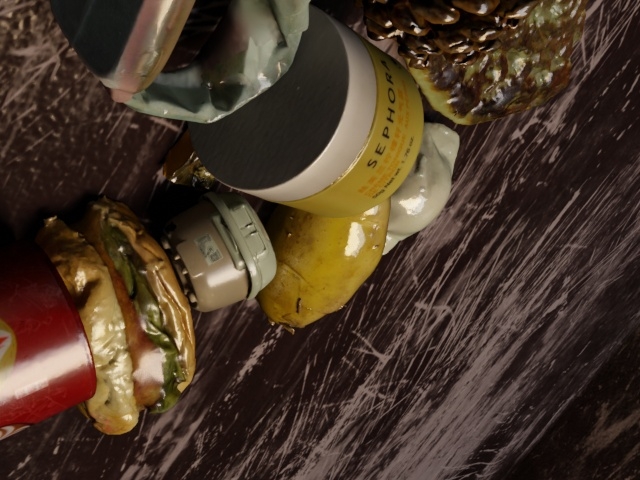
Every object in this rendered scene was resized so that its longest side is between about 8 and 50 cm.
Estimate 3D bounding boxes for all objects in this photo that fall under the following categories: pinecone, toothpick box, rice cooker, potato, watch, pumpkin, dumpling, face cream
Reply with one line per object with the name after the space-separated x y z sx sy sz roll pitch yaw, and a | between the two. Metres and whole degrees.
0.135 -0.316 1.085 0.243 0.243 0.257 -29 -176 -21 | pinecone
-0.434 0.147 1.030 0.333 0.204 0.204 -23 145 -30 | toothpick box
-0.134 0.017 1.246 0.127 0.145 0.206 -27 177 -12 | rice cooker
0.000 0.000 1.373 0.140 0.173 0.300 -35 157 -57 | potato
-0.116 -0.229 0.948 0.241 0.161 0.253 -4 139 -43 | watch
-0.146 -0.098 1.197 0.083 0.054 0.074 -46 149 23 | pumpkin
0.118 -0.090 1.458 0.151 0.124 0.228 39 80 -38 | dumpling
-0.014 -0.145 1.124 0.218 0.218 0.179 -51 150 15 | face cream

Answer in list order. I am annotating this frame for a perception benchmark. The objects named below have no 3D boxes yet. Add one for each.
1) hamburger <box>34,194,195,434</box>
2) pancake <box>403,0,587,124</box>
-0.246 0.124 1.215 0.162 0.209 0.330 -22 146 -31 | hamburger
0.252 -0.306 1.405 0.427 0.067 0.304 -11 130 -40 | pancake
